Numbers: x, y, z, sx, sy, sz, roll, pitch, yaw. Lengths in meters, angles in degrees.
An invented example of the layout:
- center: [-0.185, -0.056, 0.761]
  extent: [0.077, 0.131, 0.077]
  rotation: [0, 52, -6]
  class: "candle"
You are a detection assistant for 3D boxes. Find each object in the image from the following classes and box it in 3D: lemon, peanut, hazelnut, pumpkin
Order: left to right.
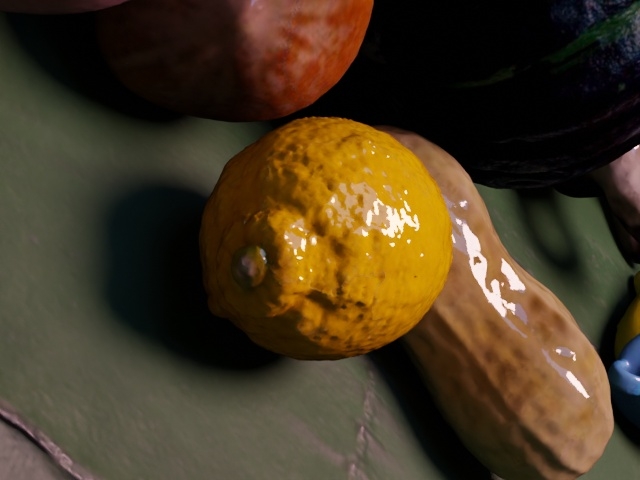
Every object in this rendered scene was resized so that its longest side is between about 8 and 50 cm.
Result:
- center: [-0.046, -0.147, 0.910]
  extent: [0.182, 0.182, 0.182]
  rotation: [37, 34, -31]
  class: "hazelnut"
- center: [0.000, 0.000, 0.863]
  extent: [0.142, 0.142, 0.187]
  rotation: [60, 24, 7]
  class: "lemon"
- center: [0.097, 0.037, 1.003]
  extent: [0.274, 0.111, 0.125]
  rotation: [57, 23, 1]
  class: "peanut"
- center: [0.121, -0.210, 1.080]
  extent: [0.363, 0.266, 0.363]
  rotation: [55, -2, 3]
  class: "pumpkin"

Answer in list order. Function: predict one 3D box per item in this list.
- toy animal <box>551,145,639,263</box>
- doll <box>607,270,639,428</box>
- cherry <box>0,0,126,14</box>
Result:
- center: [0.295, -0.102, 1.379]
  extent: [0.344, 0.194, 0.303]
  rotation: [4, 52, -53]
  class: "toy animal"
- center: [0.345, 0.085, 1.338]
  extent: [0.199, 0.145, 0.363]
  rotation: [26, 24, 32]
  class: "doll"
- center: [-0.151, -0.225, 0.766]
  extent: [0.236, 0.213, 0.285]
  rotation: [35, 47, -5]
  class: "cherry"
